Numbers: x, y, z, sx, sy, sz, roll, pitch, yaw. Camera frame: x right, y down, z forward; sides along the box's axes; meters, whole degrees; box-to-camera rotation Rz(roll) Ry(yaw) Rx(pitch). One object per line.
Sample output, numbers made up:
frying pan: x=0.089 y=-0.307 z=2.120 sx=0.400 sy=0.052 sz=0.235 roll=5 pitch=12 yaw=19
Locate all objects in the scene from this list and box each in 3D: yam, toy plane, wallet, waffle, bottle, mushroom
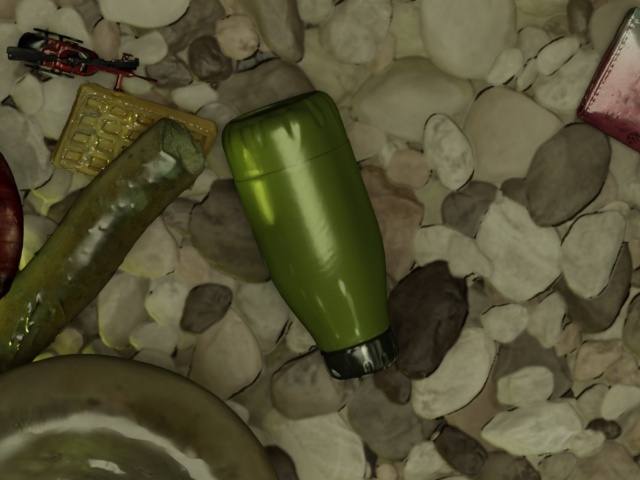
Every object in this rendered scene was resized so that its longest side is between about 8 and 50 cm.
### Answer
yam: x=-0.223 y=0.020 z=1.462 sx=0.317 sy=0.067 sz=0.071 roll=-47 pitch=126 yaw=10
toy plane: x=-0.216 y=-0.162 z=1.460 sx=0.145 sy=0.060 sz=0.037 roll=13 pitch=96 yaw=-23
wallet: x=0.370 y=-0.118 z=1.549 sx=0.232 sy=0.025 sz=0.119 roll=27 pitch=93 yaw=-9
waffle: x=-0.169 y=-0.087 z=1.474 sx=0.135 sy=0.021 sz=0.092 roll=18 pitch=114 yaw=-20
bottle: x=0.000 y=0.000 z=1.478 sx=0.112 sy=0.112 sz=0.260 roll=-21 pitch=100 yaw=-4
mushroom: x=-0.202 y=0.279 z=1.395 sx=0.362 sy=0.294 sz=0.362 roll=0 pitch=92 yaw=0

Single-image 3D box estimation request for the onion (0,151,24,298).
onion: x=-0.357 y=0.011 z=1.406 sx=0.195 sy=0.272 sz=0.272 roll=17 pitch=97 yaw=-52
